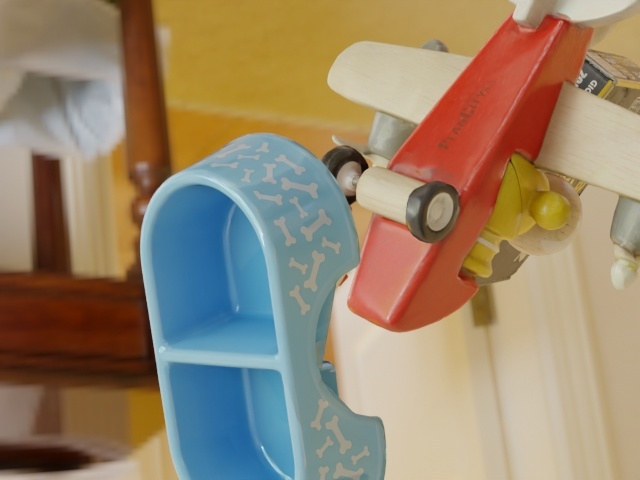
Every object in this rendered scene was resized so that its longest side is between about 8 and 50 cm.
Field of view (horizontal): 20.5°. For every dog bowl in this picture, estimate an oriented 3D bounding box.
[{"bbox_3d":[-0.048,0.076,1.255,0.166,0.297,0.074,0,-169,44],"label":"dog bowl"}]

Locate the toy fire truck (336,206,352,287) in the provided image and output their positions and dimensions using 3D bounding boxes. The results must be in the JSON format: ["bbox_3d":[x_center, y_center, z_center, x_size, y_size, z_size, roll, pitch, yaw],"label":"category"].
[{"bbox_3d":[0.000,0.000,2.209,0.047,0.135,0.192,-45,-173,-26],"label":"toy fire truck"}]

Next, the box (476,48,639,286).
[{"bbox_3d":[0.264,-0.085,2.145,0.322,0.079,0.257,-52,165,16],"label":"box"}]

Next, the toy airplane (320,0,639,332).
[{"bbox_3d":[0.194,-0.101,1.748,0.384,0.386,0.272,-21,137,15],"label":"toy airplane"}]
